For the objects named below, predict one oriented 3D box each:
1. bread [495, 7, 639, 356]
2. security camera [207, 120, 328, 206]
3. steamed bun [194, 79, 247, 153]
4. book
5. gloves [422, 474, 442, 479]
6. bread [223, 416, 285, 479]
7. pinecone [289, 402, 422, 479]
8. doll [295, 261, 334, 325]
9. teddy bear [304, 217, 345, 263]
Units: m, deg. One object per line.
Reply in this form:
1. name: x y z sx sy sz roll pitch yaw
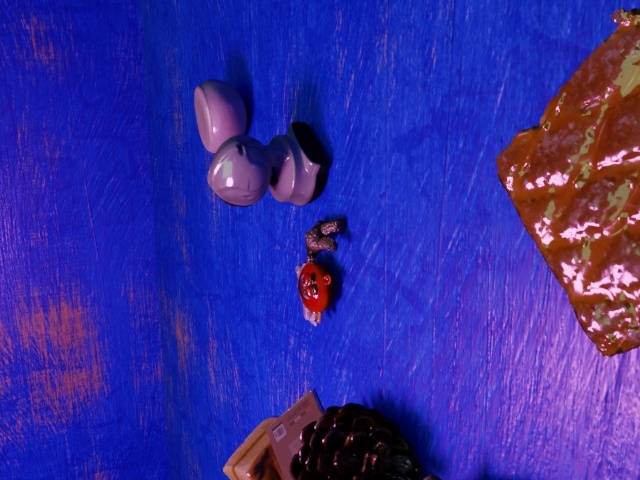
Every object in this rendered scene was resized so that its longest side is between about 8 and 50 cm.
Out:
1. bread: 0.383 -0.061 0.630 0.279 0.207 0.279 -58 46 47
2. security camera: -0.144 -0.177 1.482 0.197 0.277 0.191 64 145 30
3. steamed bun: -0.308 -0.395 1.869 0.232 0.145 0.232 166 90 -70
4. book: -0.030 0.604 1.624 0.217 0.021 0.310 -46 52 23
5. gloves: 0.238 0.544 1.098 0.331 0.141 0.154 104 172 -50
6. bread: -0.096 0.768 1.838 0.362 0.245 0.233 51 148 -5
7. pinecone: 0.069 0.508 1.281 0.296 0.242 0.298 -25 59 60
8. doll: -0.020 0.131 1.530 0.217 0.085 0.183 156 106 -70
9. teddy bear: -0.007 -0.003 1.468 0.160 0.078 0.119 147 139 -65
